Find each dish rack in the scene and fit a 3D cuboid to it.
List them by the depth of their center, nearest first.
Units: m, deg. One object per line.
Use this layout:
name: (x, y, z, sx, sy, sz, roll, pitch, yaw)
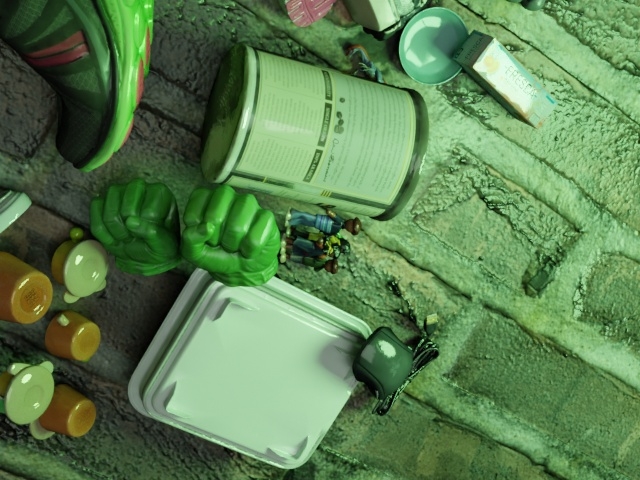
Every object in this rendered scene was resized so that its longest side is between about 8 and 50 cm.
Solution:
dish rack: (-0.093, 0.204, 1.489, 0.332, 0.072, 0.286, 28, 99, -26)

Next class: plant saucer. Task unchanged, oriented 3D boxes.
plant saucer: (0.173, -0.302, 1.512, 0.119, 0.021, 0.119, -6, 109, -17)

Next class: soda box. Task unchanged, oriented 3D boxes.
soda box: (0.293, -0.252, 1.534, 0.183, 0.063, 0.058, 35, 94, -35)

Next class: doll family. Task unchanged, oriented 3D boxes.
doll family: (0.000, 0.000, 1.478, 0.111, 0.193, 0.076, 13, 79, 2)

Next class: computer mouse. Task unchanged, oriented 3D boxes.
computer mouse: (0.141, 0.187, 1.565, 0.184, 0.060, 0.262, -50, 154, -15)

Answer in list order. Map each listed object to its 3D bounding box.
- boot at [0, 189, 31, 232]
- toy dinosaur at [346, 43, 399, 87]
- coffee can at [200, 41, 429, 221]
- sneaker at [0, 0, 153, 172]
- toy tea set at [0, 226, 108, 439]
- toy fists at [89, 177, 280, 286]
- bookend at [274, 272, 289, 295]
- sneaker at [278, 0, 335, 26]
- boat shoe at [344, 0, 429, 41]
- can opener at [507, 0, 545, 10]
boot: (-0.535, -0.022, 1.329, 0.258, 0.095, 0.123, -36, 108, -10)
toy dinosaur: (0.072, -0.262, 1.494, 0.090, 0.047, 0.082, -25, 106, -49)
coffee can: (-0.011, -0.152, 1.400, 0.275, 0.201, 0.202, 12, 104, -22)
sneaker: (-0.315, -0.285, 1.206, 0.202, 0.185, 0.483, 7, 139, -4)
toy tea set: (-0.421, 0.146, 1.425, 0.200, 0.124, 0.336, -17, 117, -55)
toy fists: (-0.193, -0.012, 1.369, 0.279, 0.096, 0.142, 6, 134, 16)
bookend: (-0.113, 0.154, 1.542, 0.156, 0.072, 0.157, -21, 114, -10)
sneaker: (-0.043, -0.419, 1.359, 0.103, 0.111, 0.252, -29, 137, -15)
boat shoe: (0.074, -0.468, 1.378, 0.158, 0.127, 0.341, -34, 123, -12)
can opener: (0.367, -0.489, 1.473, 0.076, 0.095, 0.283, 16, 102, -22)
